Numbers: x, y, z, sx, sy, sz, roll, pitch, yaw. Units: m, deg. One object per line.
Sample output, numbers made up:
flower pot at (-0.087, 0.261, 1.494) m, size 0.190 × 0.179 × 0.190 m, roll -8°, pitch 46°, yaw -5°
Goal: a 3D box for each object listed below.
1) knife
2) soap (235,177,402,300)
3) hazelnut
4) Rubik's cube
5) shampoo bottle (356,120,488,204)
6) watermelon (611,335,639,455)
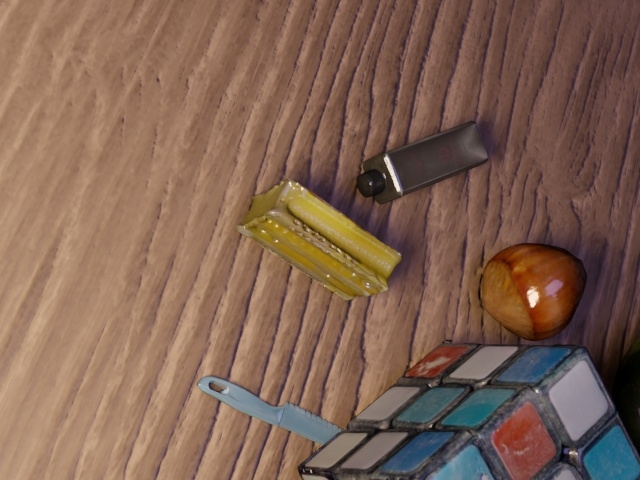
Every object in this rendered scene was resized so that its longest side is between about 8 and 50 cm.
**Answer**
knife at (-0.052, 0.268, 1.675) m, size 0.313 × 0.019 × 0.044 m, roll 29°, pitch 65°, yaw -24°
soap at (-0.001, 0.001, 1.690) m, size 0.233 × 0.135 × 0.076 m, roll 32°, pitch 65°, yaw -20°
hazelnut at (0.362, 0.078, 1.872) m, size 0.182 × 0.182 × 0.182 m, roll 7°, pitch 76°, yaw -29°
Rubik's cube at (0.243, 0.378, 1.614) m, size 0.359 × 0.362 × 0.363 m, roll -38°, pitch 101°, yaw -30°
shampoo bottle at (0.166, -0.127, 1.849) m, size 0.246 × 0.079 × 0.080 m, roll -22°, pitch 90°, yaw -32°
watermelon at (0.685, 0.277, 1.918) m, size 0.363 × 0.363 × 0.363 m, roll 7°, pitch 76°, yaw -29°
